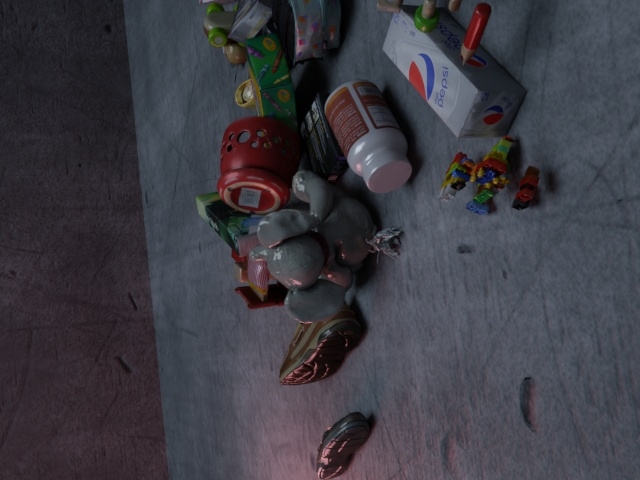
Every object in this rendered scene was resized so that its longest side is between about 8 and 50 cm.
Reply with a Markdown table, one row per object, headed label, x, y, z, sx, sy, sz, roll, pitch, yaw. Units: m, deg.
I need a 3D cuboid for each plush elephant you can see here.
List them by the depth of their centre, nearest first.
| label | x | y | z | sx | sy | sz | roll | pitch | yaw |
| --- | --- | --- | --- | --- | --- | --- | --- | --- | --- |
| plush elephant | -0.025 | 0.017 | 1.606 | 0.330 | 0.256 | 0.271 | 15 | 119 | 58 |

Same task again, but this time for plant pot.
| label | x | y | z | sx | sy | sz | roll | pitch | yaw |
| --- | --- | --- | --- | --- | --- | --- | --- | --- | --- |
| plant pot | -0.143 | -0.166 | 1.798 | 0.191 | 0.191 | 0.174 | 128 | 151 | -55 |

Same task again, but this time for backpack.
| label | x | y | z | sx | sy | sz | roll | pitch | yaw |
| --- | --- | --- | --- | --- | --- | --- | --- | --- | --- |
| backpack | -0.032 | -0.500 | 1.681 | 0.188 | 0.145 | 0.165 | 78 | 175 | -60 |

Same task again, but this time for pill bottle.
| label | x | y | z | sx | sy | sz | roll | pitch | yaw |
| --- | --- | --- | --- | --- | --- | --- | --- | --- | --- |
| pill bottle | 0.096 | -0.201 | 1.503 | 0.121 | 0.121 | 0.216 | 116 | 142 | -46 |

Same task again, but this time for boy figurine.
| label | x | y | z | sx | sy | sz | roll | pitch | yaw |
| --- | --- | --- | --- | --- | --- | --- | --- | --- | --- |
| boy figurine | -0.143 | -0.447 | 2.003 | 0.285 | 0.092 | 0.177 | -46 | 55 | 53 |

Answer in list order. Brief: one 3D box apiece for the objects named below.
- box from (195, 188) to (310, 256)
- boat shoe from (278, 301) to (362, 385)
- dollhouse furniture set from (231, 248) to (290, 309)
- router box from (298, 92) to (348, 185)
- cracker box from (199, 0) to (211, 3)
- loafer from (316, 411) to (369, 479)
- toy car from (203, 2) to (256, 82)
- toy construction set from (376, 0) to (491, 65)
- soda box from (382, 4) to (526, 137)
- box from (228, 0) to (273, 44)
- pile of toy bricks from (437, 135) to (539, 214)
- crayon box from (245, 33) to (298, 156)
| label | x | y | z | sx | sy | sz | roll | pitch | yaw |
| --- | --- | --- | --- | --- | --- | --- | --- | --- | --- |
| box | -0.150 | -0.065 | 1.902 | 0.322 | 0.232 | 0.058 | 36 | 137 | 58 |
| boat shoe | -0.005 | 0.236 | 1.803 | 0.324 | 0.123 | 0.119 | -50 | 44 | 45 |
| dollhouse furniture set | -0.178 | 0.020 | 2.068 | 0.374 | 0.152 | 0.201 | 36 | 126 | 58 |
| router box | 0.010 | -0.226 | 1.763 | 0.133 | 0.046 | 0.178 | 126 | 134 | -54 |
| cracker box | -0.295 | -0.789 | 2.291 | 0.232 | 0.067 | 0.155 | 25 | 115 | 60 |
| loafer | 0.036 | 0.455 | 1.765 | 0.267 | 0.096 | 0.084 | 111 | 151 | -45 |
| toy car | -0.252 | -0.547 | 2.173 | 0.188 | 0.149 | 0.155 | 96 | 167 | -47 |
| toy construction set | 0.180 | -0.413 | 1.206 | 0.237 | 0.258 | 0.308 | 90 | 170 | -72 |
| soda box | 0.212 | -0.285 | 1.278 | 0.286 | 0.098 | 0.091 | 61 | 145 | 41 |
| box | -0.152 | -0.626 | 1.960 | 0.231 | 0.056 | 0.183 | -20 | 54 | 64 |
| pile of toy bricks | 0.271 | -0.113 | 1.203 | 0.212 | 0.118 | 0.105 | 141 | 151 | -78 |
| crayon box | -0.112 | -0.334 | 1.853 | 0.278 | 0.081 | 0.165 | 86 | 168 | -58 |
